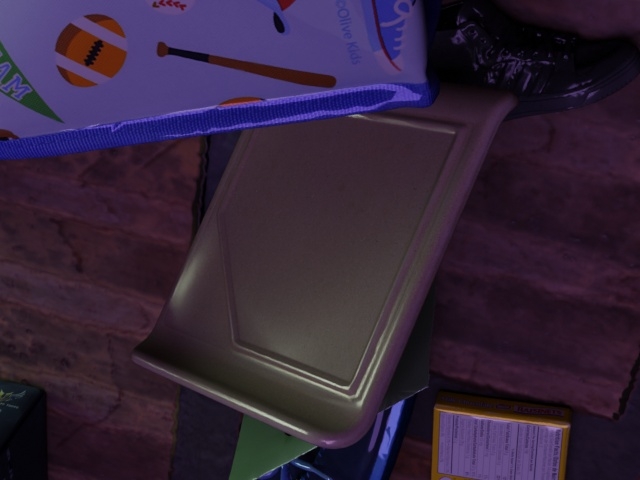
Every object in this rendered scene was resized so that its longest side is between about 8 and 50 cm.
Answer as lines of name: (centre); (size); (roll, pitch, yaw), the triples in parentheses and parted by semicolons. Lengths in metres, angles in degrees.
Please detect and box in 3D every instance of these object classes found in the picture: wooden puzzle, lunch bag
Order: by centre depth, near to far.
lunch bag: (-0.143, -0.232, 0.782); (0.385, 0.239, 0.328); (-9, 118, 12)
wooden puzzle: (0.000, 0.000, 0.847); (0.221, 0.238, 0.044); (15, 164, 49)

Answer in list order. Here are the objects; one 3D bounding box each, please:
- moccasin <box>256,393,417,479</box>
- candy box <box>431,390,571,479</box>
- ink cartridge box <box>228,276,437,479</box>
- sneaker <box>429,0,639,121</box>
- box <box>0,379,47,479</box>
moccasin: (-0.011, 0.183, 1.038); (0.117, 0.138, 0.342); (23, 122, 7)
candy box: (0.140, 0.215, 1.076); (0.105, 0.027, 0.206); (6, 120, 10)
ink cartridge box: (0.001, 0.037, 0.890); (0.171, 0.235, 0.056); (-33, 113, 29)
sneaker: (0.115, -0.124, 0.875); (0.170, 0.051, 0.089); (-13, 119, 26)
box: (-0.290, 0.261, 1.131); (0.059, 0.183, 0.232); (11, 120, 9)
